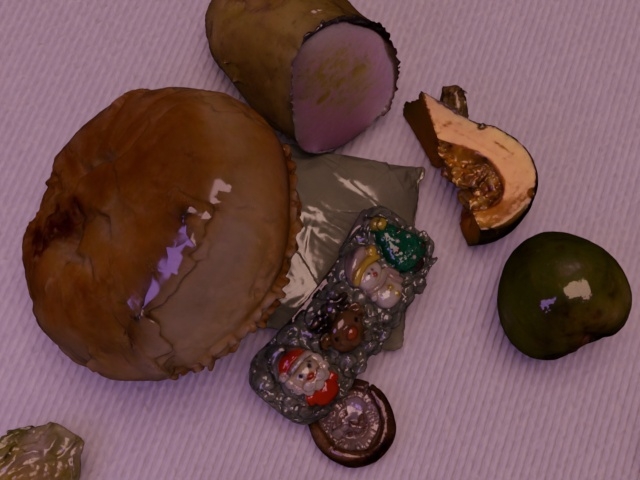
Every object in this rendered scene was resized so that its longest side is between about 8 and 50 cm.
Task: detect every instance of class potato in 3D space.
[{"bbox_3d":[-0.048,-0.284,1.894,0.229,0.229,0.266,-36,53,-16],"label":"potato"}]

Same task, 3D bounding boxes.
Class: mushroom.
[{"bbox_3d":[0.042,0.247,1.780,0.123,0.052,0.123,0,65,0],"label":"mushroom"}]

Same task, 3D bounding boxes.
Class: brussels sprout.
[{"bbox_3d":[-0.382,0.315,1.697,0.139,0.100,0.181,44,71,0],"label":"brussels sprout"}]

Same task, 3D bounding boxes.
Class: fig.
[{"bbox_3d":[0.328,0.071,1.803,0.181,0.181,0.191,-15,49,-10],"label":"fig"}]

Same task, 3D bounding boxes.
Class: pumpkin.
[{"bbox_3d":[0.224,-0.119,1.888,0.126,0.131,0.248,-24,79,-4],"label":"pumpkin"}]

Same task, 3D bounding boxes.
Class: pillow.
[{"bbox_3d":[-0.001,-0.002,1.850,0.274,0.076,0.280,10,71,-3],"label":"pillow"}]

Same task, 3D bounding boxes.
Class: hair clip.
[{"bbox_3d":[0.040,0.096,1.753,0.138,0.091,0.321,37,76,-5],"label":"hair clip"}]

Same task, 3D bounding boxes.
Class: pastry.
[{"bbox_3d":[-0.198,-0.006,1.713,0.410,0.245,0.409,-19,60,35],"label":"pastry"}]
